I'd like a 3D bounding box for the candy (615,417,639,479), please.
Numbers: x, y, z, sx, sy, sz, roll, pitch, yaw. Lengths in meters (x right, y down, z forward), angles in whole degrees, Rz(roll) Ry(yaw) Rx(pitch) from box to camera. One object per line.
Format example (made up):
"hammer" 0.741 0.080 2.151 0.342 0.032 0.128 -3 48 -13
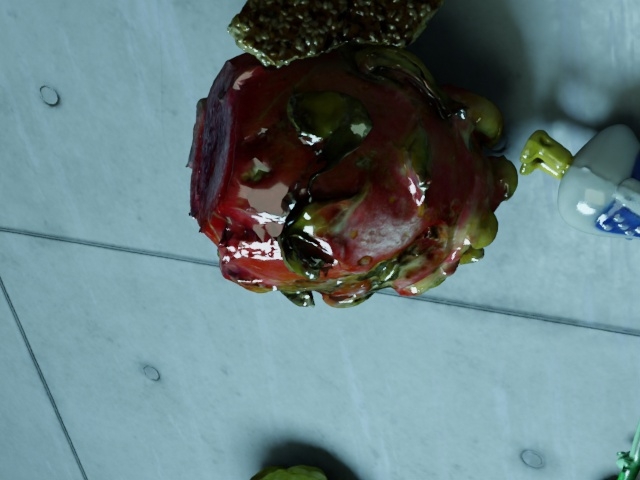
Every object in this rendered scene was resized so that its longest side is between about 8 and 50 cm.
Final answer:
"candy" 0.338 0.236 1.284 0.097 0.097 0.323 19 126 18

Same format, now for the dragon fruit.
"dragon fruit" 0.037 -0.062 1.074 0.291 0.250 0.269 11 168 -17

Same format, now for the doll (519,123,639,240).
"doll" 0.313 -0.017 1.039 0.293 0.119 0.138 25 179 12

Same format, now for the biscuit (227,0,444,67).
"biscuit" 0.042 -0.223 0.971 0.131 0.237 0.026 38 173 2

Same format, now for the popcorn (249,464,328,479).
"popcorn" -0.030 0.419 1.592 0.206 0.251 0.237 -17 82 16

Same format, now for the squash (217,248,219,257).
"squash" -0.036 -0.001 1.276 0.186 0.123 0.123 -12 119 41
